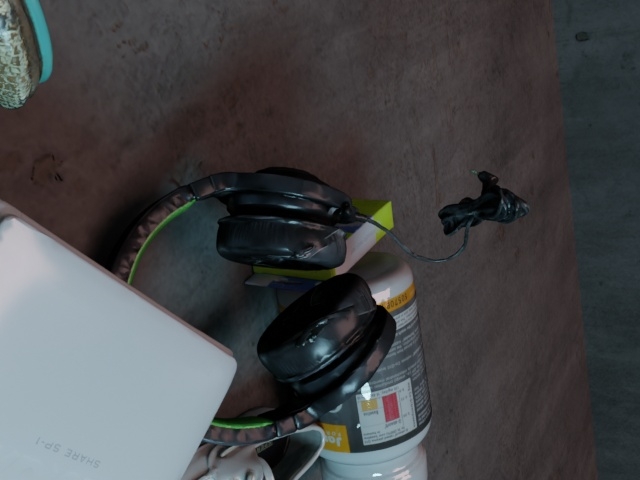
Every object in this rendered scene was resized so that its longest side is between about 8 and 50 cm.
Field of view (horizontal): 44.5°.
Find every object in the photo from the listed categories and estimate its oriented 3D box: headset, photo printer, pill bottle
[{"bbox_3d":[0.000,0.035,0.724,0.394,0.185,0.243,-21,94,-26],"label":"headset"},{"bbox_3d":[-0.214,0.155,0.505,0.256,0.107,0.307,45,67,-46],"label":"photo printer"},{"bbox_3d":[0.047,0.165,0.934,0.162,0.162,0.278,-31,116,-55],"label":"pill bottle"}]

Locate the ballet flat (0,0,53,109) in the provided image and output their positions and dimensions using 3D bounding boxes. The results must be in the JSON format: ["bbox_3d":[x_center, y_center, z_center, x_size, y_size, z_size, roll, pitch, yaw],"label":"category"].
[{"bbox_3d":[-0.300,-0.287,0.395,0.182,0.164,0.483,-23,105,-34],"label":"ballet flat"}]

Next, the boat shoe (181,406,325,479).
[{"bbox_3d":[-0.086,0.246,0.786,0.267,0.088,0.096,-14,102,-58],"label":"boat shoe"}]

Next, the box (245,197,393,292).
[{"bbox_3d":[0.000,0.000,0.907,0.178,0.109,0.042,-40,129,-52],"label":"box"}]
